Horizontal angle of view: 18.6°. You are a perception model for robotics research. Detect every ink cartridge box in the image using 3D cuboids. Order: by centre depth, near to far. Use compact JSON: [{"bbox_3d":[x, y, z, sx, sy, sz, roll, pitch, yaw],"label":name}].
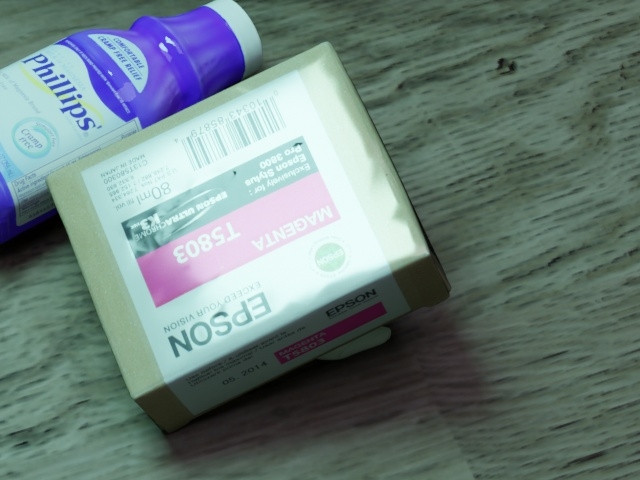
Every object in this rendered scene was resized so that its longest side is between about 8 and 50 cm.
[{"bbox_3d":[-0.053,-0.004,1.397,0.235,0.088,0.193,-26,65,2],"label":"ink cartridge box"}]

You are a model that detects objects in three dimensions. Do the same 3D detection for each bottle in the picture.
[{"bbox_3d":[-0.175,-0.101,1.497,0.283,0.092,0.118,-29,63,-25],"label":"bottle"}]

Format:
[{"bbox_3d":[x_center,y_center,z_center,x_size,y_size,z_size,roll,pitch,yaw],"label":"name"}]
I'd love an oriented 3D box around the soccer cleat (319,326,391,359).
[{"bbox_3d":[0.000,0.000,1.474,0.076,0.068,0.196,-5,64,-17],"label":"soccer cleat"}]
